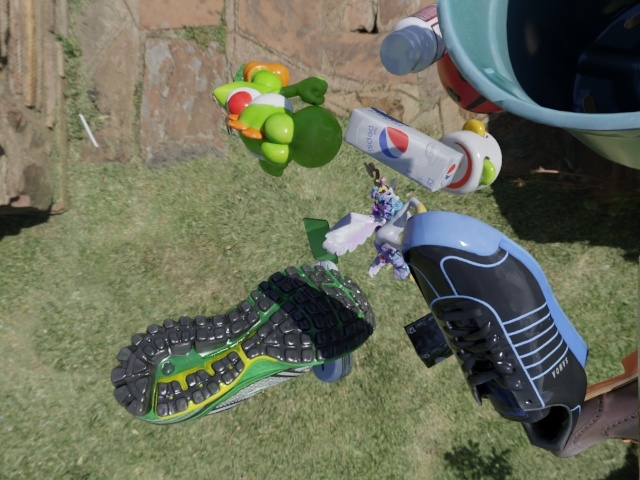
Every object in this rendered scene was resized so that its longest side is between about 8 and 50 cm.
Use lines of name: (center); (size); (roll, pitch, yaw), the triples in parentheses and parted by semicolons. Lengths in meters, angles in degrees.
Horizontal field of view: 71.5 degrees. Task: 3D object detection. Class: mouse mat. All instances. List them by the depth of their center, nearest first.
mouse mat: (0.000, 0.000, 1.758); (0.007, 0.153, 0.189); (-31, 116, -35)

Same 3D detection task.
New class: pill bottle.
pill bottle: (0.164, -0.328, 0.728); (0.086, 0.086, 0.152); (50, 57, -1)

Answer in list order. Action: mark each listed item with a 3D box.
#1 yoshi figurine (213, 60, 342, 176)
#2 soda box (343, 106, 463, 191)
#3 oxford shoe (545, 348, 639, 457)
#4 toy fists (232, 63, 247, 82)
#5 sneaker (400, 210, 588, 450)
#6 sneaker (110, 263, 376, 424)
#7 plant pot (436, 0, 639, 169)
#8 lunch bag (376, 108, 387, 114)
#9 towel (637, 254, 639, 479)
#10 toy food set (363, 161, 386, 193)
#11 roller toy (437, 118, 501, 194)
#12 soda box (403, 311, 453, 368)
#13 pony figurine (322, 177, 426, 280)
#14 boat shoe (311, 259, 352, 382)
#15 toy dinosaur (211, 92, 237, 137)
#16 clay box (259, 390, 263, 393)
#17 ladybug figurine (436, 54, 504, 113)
yoshi figurine: (-0.069, -0.231, 0.873); (0.203, 0.362, 0.203); (-26, 126, 0)
soda box: (0.201, -0.235, 1.116); (0.286, 0.098, 0.091); (36, 126, 24)
oxford shoe: (0.513, 0.294, 0.739); (0.130, 0.132, 0.363); (-1, 134, -27)
toy fists: (-0.278, -0.565, 1.731); (0.142, 0.096, 0.279); (-3, 74, 12)
sneaker: (0.137, 0.076, 0.341); (0.232, 0.081, 0.090); (41, 56, -23)
sneaker: (-0.085, 0.135, 0.591); (0.343, 0.146, 0.134); (-14, 64, -22)
plant pot: (0.344, -0.227, 0.440); (0.341, 0.334, 0.341); (-7, 79, 40)
lunch bag: (0.186, -0.371, 1.425); (0.053, 0.083, 0.071); (-1, 134, -20)
towel: (0.370, 0.130, 0.420); (0.090, 0.320, 0.374); (2, 71, 31)
toy food set: (0.196, -0.222, 1.534); (0.019, 0.078, 0.122); (-31, 99, -15)
roller toy: (0.452, -0.248, 1.385); (0.146, 0.191, 0.209); (-17, 79, -34)
soda box: (0.222, 0.129, 0.696); (0.169, 0.060, 0.053); (-31, 132, 7)
pony figurine: (0.231, -0.020, 1.523); (0.303, 0.363, 0.351); (27, 102, -36)
boat shoe: (0.022, 0.202, 1.129); (0.109, 0.094, 0.302); (-10, 73, 33)
toy dinosaur: (-0.189, -0.378, 1.417); (0.296, 0.200, 0.127); (13, 107, 11)
clay box: (-0.283, 0.480, 1.714); (0.127, 0.053, 0.222); (-12, 54, 11)
ladybug figurine: (0.409, -0.401, 0.929); (0.305, 0.449, 0.162); (20, 73, -11)
